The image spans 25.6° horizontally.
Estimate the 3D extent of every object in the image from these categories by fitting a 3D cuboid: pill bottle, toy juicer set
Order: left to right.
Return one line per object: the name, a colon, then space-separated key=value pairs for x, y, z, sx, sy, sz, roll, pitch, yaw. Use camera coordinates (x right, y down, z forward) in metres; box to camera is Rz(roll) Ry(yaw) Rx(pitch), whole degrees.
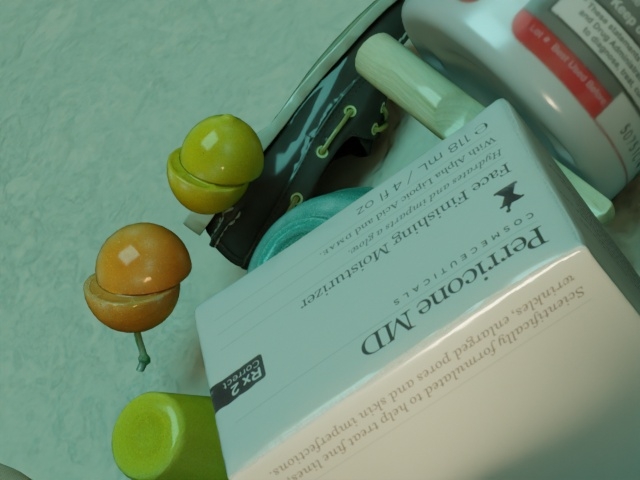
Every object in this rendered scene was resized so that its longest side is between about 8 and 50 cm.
toy juicer set: x=0.000 y=0.000 z=0.839 sx=0.329 sy=0.089 sz=0.209 roll=-34 pitch=58 yaw=18
pill bottle: x=0.196 y=-0.171 z=0.784 sx=0.283 sy=0.161 sz=0.161 roll=-45 pitch=36 yaw=-2

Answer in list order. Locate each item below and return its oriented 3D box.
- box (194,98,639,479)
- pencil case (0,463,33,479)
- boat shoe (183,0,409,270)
box: x=0.070 y=0.068 z=0.650 sx=0.181 sy=0.182 sz=0.119 roll=-35 pitch=37 yaw=12
pencil case: x=-0.105 y=0.227 z=0.660 sx=0.410 sy=0.183 sz=0.160 roll=14 pitch=65 yaw=50
boat shoe: x=0.004 y=-0.076 z=0.956 sx=0.227 sy=0.069 sz=0.081 roll=-50 pitch=2 yaw=-12
